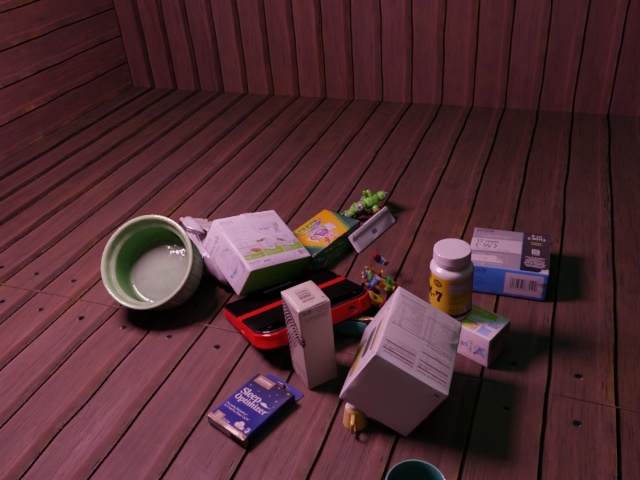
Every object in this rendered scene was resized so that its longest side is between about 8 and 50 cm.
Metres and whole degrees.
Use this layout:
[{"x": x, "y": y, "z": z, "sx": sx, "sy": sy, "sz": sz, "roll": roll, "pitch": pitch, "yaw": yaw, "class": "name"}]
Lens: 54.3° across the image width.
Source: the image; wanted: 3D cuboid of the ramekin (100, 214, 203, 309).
[{"x": -0.526, "y": 0.083, "z": 1.996, "sx": 0.304, "sy": 0.148, "sz": 0.303, "roll": -3, "pitch": 74, "yaw": 10, "class": "ramekin"}]

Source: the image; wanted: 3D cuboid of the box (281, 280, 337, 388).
[{"x": -0.028, "y": 0.253, "z": 1.663, "sx": 0.094, "sy": 0.275, "sz": 0.113, "roll": -20, "pitch": 34, "yaw": -21, "class": "box"}]

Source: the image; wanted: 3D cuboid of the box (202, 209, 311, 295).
[{"x": -0.208, "y": 0.030, "z": 2.043, "sx": 0.262, "sy": 0.126, "sz": 0.231, "roll": -15, "pitch": 55, "yaw": -45, "class": "box"}]

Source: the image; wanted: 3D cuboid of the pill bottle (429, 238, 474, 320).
[{"x": 0.358, "y": 0.106, "z": 1.709, "sx": 0.119, "sy": 0.208, "sz": 0.119, "roll": -4, "pitch": 33, "yaw": 2, "class": "pill bottle"}]

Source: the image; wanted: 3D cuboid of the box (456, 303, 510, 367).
[{"x": 0.416, "y": 0.251, "z": 1.768, "sx": 0.203, "sy": 0.103, "sz": 0.114, "roll": 24, "pitch": 42, "yaw": 37, "class": "box"}]

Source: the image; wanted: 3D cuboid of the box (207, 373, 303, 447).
[{"x": -0.166, "y": 0.428, "z": 1.631, "sx": 0.137, "sy": 0.036, "sz": 0.225, "roll": 21, "pitch": 39, "yaw": 35, "class": "box"}]

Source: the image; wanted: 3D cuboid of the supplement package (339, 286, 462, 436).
[{"x": 0.206, "y": 0.299, "z": 1.570, "sx": 0.198, "sy": 0.199, "sz": 0.262, "roll": 31, "pitch": 38, "yaw": -1, "class": "supplement package"}]

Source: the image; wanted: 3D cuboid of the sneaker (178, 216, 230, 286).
[{"x": -0.448, "y": 0.075, "z": 2.142, "sx": 0.210, "sy": 0.137, "sz": 0.366, "roll": -33, "pitch": 50, "yaw": -19, "class": "sneaker"}]

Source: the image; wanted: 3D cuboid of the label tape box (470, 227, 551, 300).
[{"x": 0.624, "y": 0.041, "z": 2.063, "sx": 0.249, "sy": 0.115, "sz": 0.347, "roll": 7, "pitch": 36, "yaw": 18, "class": "label tape box"}]

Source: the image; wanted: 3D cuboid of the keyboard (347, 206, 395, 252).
[{"x": 0.193, "y": -0.042, "z": 2.299, "sx": 0.014, "sy": 0.072, "sz": 0.256, "roll": -20, "pitch": 14, "yaw": 48, "class": "keyboard"}]

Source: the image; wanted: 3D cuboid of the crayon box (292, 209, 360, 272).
[{"x": 0.000, "y": 0.000, "z": 2.238, "sx": 0.165, "sy": 0.081, "sz": 0.278, "roll": 19, "pitch": 40, "yaw": 33, "class": "crayon box"}]

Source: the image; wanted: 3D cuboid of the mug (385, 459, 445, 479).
[{"x": 0.211, "y": 0.556, "z": 1.320, "sx": 0.130, "sy": 0.097, "sz": 0.158, "roll": -24, "pitch": 38, "yaw": -28, "class": "mug"}]

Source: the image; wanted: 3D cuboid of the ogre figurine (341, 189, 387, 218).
[{"x": 0.178, "y": -0.142, "z": 2.397, "sx": 0.197, "sy": 0.096, "sz": 0.118, "roll": -8, "pitch": -8, "yaw": -19, "class": "ogre figurine"}]

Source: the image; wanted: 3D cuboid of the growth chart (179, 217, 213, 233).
[{"x": -0.416, "y": -0.048, "z": 2.365, "sx": 0.237, "sy": 0.021, "sz": 0.172, "roll": 24, "pitch": 12, "yaw": 39, "class": "growth chart"}]

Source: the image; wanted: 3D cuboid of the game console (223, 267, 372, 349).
[{"x": -0.071, "y": 0.201, "z": 1.914, "sx": 0.387, "sy": 0.060, "sz": 0.342, "roll": -19, "pitch": 18, "yaw": -23, "class": "game console"}]

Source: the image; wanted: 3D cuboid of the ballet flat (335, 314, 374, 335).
[{"x": 0.158, "y": 0.249, "z": 1.834, "sx": 0.232, "sy": 0.080, "sz": 0.073, "roll": 10, "pitch": 24, "yaw": 21, "class": "ballet flat"}]

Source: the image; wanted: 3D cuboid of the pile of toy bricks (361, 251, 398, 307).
[{"x": 0.201, "y": 0.130, "z": 2.006, "sx": 0.105, "sy": 0.118, "sz": 0.212, "roll": 26, "pitch": 21, "yaw": -11, "class": "pile of toy bricks"}]

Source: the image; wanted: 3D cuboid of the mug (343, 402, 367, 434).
[{"x": 0.089, "y": 0.436, "z": 1.556, "sx": 0.062, "sy": 0.064, "sz": 0.078, "roll": -15, "pitch": 34, "yaw": -17, "class": "mug"}]
